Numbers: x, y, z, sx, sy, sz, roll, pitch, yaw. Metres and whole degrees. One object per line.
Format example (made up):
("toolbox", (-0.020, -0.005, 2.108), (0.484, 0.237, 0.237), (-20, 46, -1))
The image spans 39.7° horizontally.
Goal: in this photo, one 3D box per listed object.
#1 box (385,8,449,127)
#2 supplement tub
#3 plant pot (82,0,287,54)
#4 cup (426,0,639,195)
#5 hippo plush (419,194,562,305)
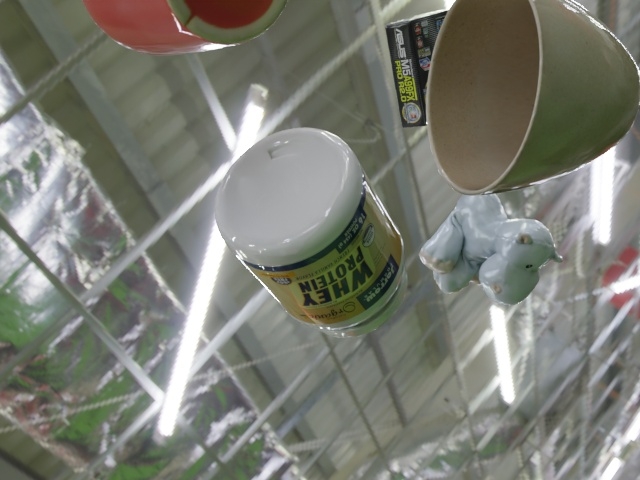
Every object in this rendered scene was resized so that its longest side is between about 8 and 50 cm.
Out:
("box", (0.243, -0.375, 1.898), (0.270, 0.060, 0.216), (-29, -67, -51))
("supplement tub", (0.000, 0.000, 1.378), (0.228, 0.228, 0.316), (-49, -37, -9))
("plant pot", (-0.177, -0.383, 1.232), (0.274, 0.243, 0.275), (-10, -69, -29))
("cup", (0.340, -0.227, 1.357), (0.236, 0.331, 0.331), (3, -58, -21))
("hippo plush", (0.379, 0.012, 1.807), (0.234, 0.236, 0.294), (23, -83, -47))
